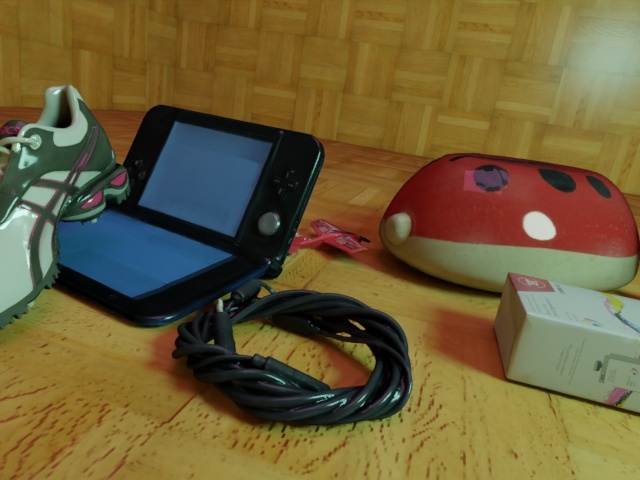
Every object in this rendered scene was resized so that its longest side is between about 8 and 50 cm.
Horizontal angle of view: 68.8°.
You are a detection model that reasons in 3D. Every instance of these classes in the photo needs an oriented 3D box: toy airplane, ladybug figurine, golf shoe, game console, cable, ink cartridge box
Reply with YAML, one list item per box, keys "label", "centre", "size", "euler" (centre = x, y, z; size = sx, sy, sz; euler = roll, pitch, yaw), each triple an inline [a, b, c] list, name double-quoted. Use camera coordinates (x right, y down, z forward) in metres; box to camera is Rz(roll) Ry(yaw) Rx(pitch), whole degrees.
- label: "toy airplane"
  centre: [0.000, 0.000, 0.656]
  size: [0.151, 0.028, 0.151]
  euler: [7, 16, -2]
- label: "ladybug figurine"
  centre: [0.287, -0.036, 0.692]
  size: [0.449, 0.162, 0.305]
  euler: [-2, 20, -32]
- label: "golf shoe"
  centre: [-0.265, -0.030, 0.388]
  size: [0.105, 0.120, 0.273]
  euler: [2, 38, 5]
- label: "game console"
  centre: [-0.183, -0.058, 0.527]
  size: [0.293, 0.250, 0.173]
  euler: [17, -8, 25]
- label: "cable"
  centre: [-0.019, 0.078, 0.356]
  size: [0.184, 0.047, 0.150]
  euler: [20, 20, 32]
- label: "ink cartridge box"
  centre: [0.268, 0.094, 0.417]
  size: [0.198, 0.067, 0.115]
  euler: [13, 17, 11]
